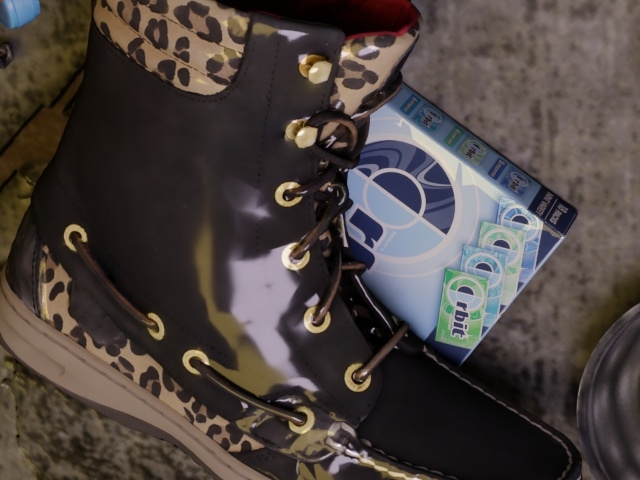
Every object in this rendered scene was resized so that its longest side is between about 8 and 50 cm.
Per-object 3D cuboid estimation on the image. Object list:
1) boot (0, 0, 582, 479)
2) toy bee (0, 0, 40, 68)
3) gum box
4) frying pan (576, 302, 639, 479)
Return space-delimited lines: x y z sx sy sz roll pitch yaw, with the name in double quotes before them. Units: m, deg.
"boot" 0.000 0.000 1.036 0.377 0.138 0.284 25 121 16
"toy bee" -0.246 -0.166 1.031 0.298 0.195 0.162 -25 96 54
"gum box" 0.035 -0.010 1.115 0.184 0.041 0.157 37 122 1
"frying pan" 0.213 0.054 1.068 0.197 0.053 0.326 -30 100 29
